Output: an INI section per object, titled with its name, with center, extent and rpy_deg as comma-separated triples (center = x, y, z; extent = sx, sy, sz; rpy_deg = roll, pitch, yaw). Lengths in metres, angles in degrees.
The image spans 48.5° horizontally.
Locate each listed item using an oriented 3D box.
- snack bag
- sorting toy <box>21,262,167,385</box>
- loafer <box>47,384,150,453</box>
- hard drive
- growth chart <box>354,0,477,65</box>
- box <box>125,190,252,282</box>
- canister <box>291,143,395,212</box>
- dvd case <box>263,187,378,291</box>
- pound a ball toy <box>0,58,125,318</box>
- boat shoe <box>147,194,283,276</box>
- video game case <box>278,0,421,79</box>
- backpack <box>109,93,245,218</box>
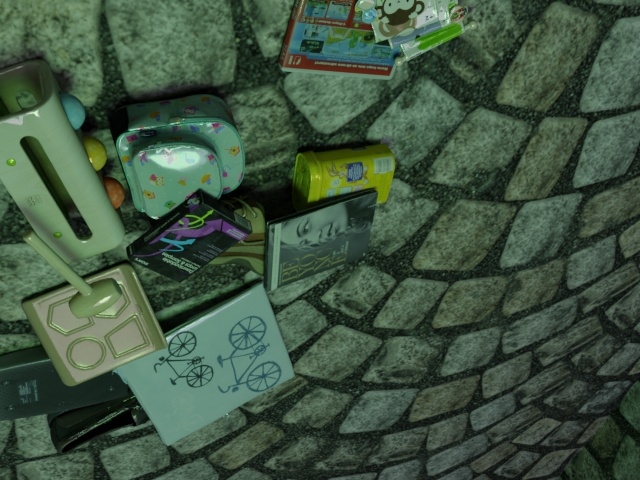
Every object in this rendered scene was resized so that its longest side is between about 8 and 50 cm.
[snack bag]
center = -0.232, 0.270, 1.503
extent = 0.342, 0.037, 0.323
rpy_deg = -28, 134, -14
[sorting toy]
center = -0.410, 0.154, 1.306
extent = 0.208, 0.038, 0.193
rpy_deg = -20, 116, -6
[loafer]
center = -0.420, 0.374, 1.516
extent = 0.302, 0.095, 0.109
rpy_deg = -14, 138, -15
[hard drive]
center = -0.510, 0.268, 1.391
extent = 0.254, 0.054, 0.172
rpy_deg = -7, 135, -22
[growth chart]
center = 0.136, -0.373, 1.076
extent = 0.172, 0.021, 0.237
rpy_deg = -30, 139, 4
[box]
center = -0.203, -0.001, 1.102
extent = 0.162, 0.029, 0.116
rpy_deg = -33, 142, 21
[canister]
center = 0.042, -0.110, 1.292
extent = 0.169, 0.073, 0.126
rpy_deg = -10, 136, -22
[dvd case]
center = 0.000, 0.000, 1.289
extent = 0.221, 0.018, 0.165
rpy_deg = -18, 139, -25
[pound a ball toy]
center = -0.357, -0.068, 1.015
extent = 0.135, 0.208, 0.319
rpy_deg = -21, 138, -7
[boat shoe]
center = -0.150, -0.027, 1.250
extent = 0.324, 0.122, 0.120
rpy_deg = 17, 118, -49
[video game case]
center = 0.065, -0.378, 1.066
extent = 0.204, 0.025, 0.285
rpy_deg = -2, 133, -27
[backpack]
center = -0.208, -0.130, 1.084
extent = 0.188, 0.144, 0.166
rpy_deg = -18, 135, -14
